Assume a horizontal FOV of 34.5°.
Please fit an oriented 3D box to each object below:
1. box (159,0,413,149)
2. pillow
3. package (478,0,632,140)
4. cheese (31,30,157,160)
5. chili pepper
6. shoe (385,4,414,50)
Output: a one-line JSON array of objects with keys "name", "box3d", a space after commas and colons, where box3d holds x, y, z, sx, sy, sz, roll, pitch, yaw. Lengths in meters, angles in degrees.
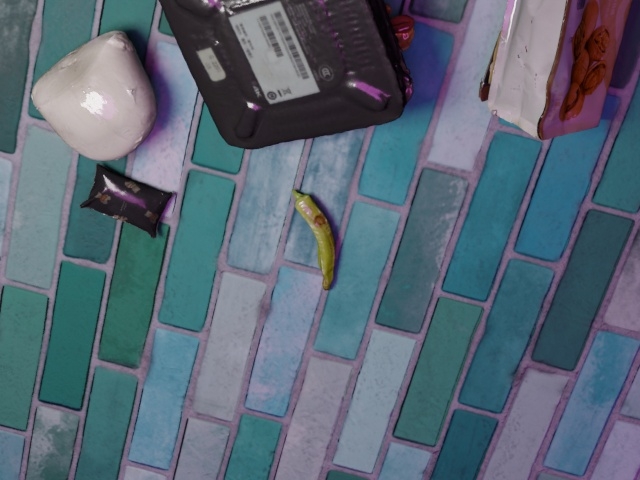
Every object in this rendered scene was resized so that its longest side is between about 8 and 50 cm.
[{"name": "box", "box3d": [-0.055, -0.315, 1.654, 0.350, 0.091, 0.359, -11, 122, 23]}, {"name": "pillow", "box3d": [-0.349, -0.071, 1.857, 0.150, 0.048, 0.090, 21, 122, -9]}, {"name": "package", "box3d": [0.373, -0.341, 1.646, 0.165, 0.221, 0.311, 29, 122, 36]}, {"name": "cheese", "box3d": [-0.366, -0.231, 1.734, 0.198, 0.154, 0.189, -30, 113, 15]}, {"name": "chili pepper", "box3d": [0.001, 0.000, 1.863, 0.049, 0.043, 0.208, -19, 111, -1]}, {"name": "shoe", "box3d": [0.101, -0.350, 1.690, 0.109, 0.072, 0.069, 24, 152, -1]}]
